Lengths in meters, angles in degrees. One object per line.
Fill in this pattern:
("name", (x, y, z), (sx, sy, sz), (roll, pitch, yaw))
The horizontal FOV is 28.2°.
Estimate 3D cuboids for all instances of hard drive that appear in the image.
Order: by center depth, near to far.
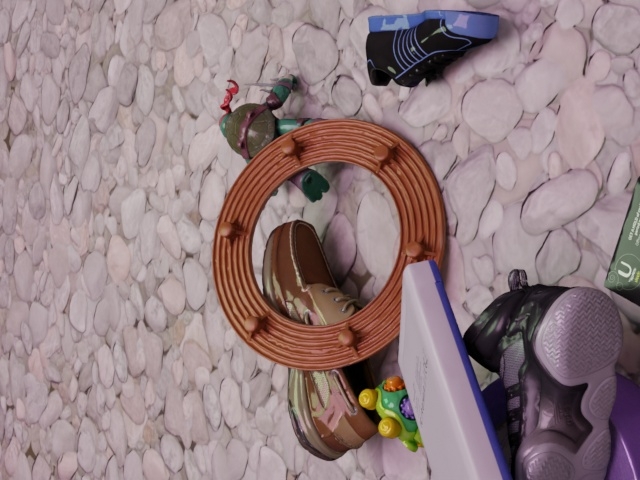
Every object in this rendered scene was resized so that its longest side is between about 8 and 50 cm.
("hard drive", (0.143, 0.208, 1.334), (0.210, 0.040, 0.319), (88, 169, -53))

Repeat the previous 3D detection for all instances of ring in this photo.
("ring", (0.000, 0.000, 1.642), (0.336, 0.032, 0.336), (-7, 74, 26))

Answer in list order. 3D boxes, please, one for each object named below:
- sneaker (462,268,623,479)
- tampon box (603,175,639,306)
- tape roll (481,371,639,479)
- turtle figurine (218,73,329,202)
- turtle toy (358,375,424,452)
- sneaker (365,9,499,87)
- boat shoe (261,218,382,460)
("sneaker", (0.215, 0.162, 1.289), (0.153, 0.101, 0.268), (27, 112, 58))
("tampon box", (0.375, 0.021, 1.215), (0.161, 0.101, 0.120), (34, 116, 48))
("tape roll", (0.263, 0.273, 1.370), (0.275, 0.090, 0.275), (0, 90, 52))
("turtle figurine", (-0.070, -0.144, 1.798), (0.234, 0.118, 0.175), (26, 110, 44))
("turtle toy", (0.114, 0.216, 1.575), (0.066, 0.095, 0.130), (-48, 51, 14))
("sneaker", (0.135, -0.233, 1.559), (0.232, 0.081, 0.090), (10, 100, 59))
("boat shoe", (0.016, 0.123, 1.686), (0.120, 0.122, 0.324), (-25, 68, 31))
